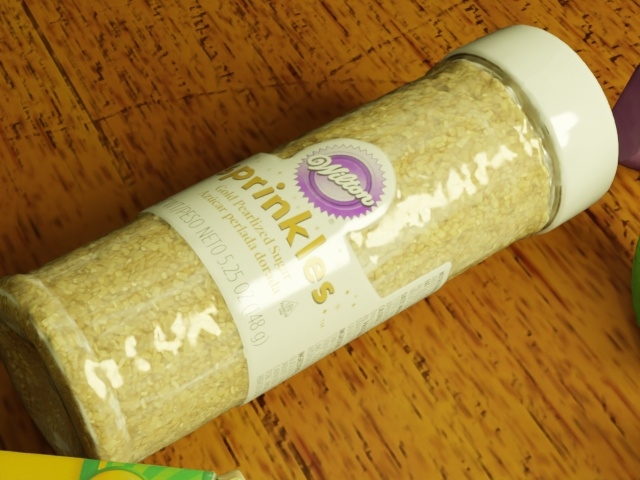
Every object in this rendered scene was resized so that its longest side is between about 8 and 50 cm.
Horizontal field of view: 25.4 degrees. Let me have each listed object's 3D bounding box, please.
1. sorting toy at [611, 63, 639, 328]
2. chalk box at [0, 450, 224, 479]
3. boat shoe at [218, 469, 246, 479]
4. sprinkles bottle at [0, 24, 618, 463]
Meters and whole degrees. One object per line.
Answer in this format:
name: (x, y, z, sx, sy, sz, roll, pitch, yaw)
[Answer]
sorting toy: (0.265, 0.037, 0.778, 0.126, 0.127, 0.365, 17, 36, -24)
chalk box: (-0.121, 0.200, 0.545, 0.289, 0.180, 0.179, 5, 45, 5)
boat shoe: (-0.013, 0.165, 0.657, 0.059, 0.063, 0.170, -33, 51, -20)
sprinkles bottle: (0.000, 0.000, 0.785, 0.355, 0.121, 0.121, -29, 51, -24)
